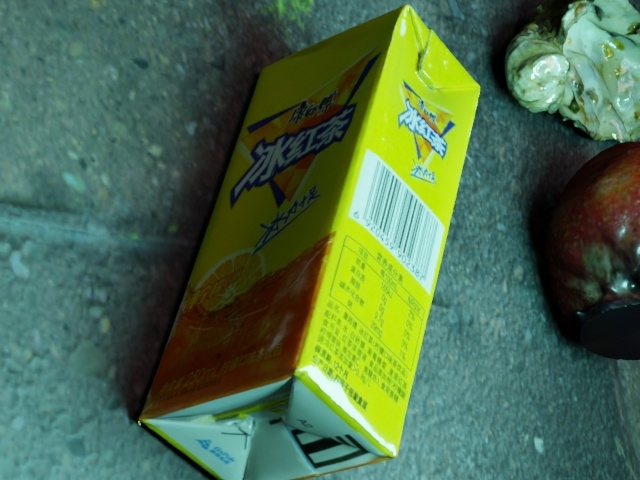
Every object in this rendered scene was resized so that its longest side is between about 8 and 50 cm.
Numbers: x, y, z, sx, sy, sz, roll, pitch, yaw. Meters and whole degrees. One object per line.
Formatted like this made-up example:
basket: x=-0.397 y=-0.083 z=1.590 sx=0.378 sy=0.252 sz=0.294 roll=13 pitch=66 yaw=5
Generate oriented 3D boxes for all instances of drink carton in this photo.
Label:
drink carton: x=0.000 y=0.000 z=1.202 sx=0.111 sy=0.155 sz=0.351 roll=45 pitch=43 yaw=-31

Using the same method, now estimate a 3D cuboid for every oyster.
oyster: x=0.275 y=-0.166 z=1.713 sx=0.294 sy=0.094 sz=0.166 roll=34 pitch=66 yaw=-51

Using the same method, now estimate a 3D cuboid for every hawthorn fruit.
hawthorn fruit: x=0.309 y=-0.004 z=1.589 sx=0.189 sy=0.189 sz=0.251 roll=53 pitch=32 yaw=-22
